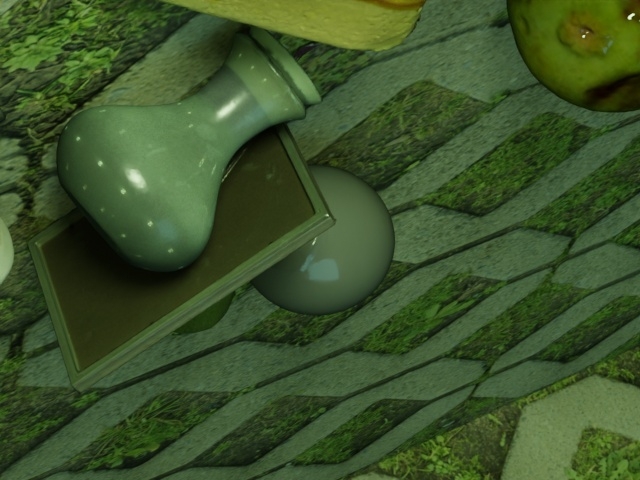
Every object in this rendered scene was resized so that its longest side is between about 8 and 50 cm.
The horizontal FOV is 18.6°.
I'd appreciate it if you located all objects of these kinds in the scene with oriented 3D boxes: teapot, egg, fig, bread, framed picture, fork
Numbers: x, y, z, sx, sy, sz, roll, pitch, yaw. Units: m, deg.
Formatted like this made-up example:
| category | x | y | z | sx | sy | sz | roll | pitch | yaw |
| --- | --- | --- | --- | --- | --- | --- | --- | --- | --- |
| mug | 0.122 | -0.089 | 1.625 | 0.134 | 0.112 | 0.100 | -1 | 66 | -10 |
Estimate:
| category | x | y | z | sx | sy | sz | roll | pitch | yaw |
| --- | --- | --- | --- | --- | --- | --- | --- | --- | --- |
| teapot | -0.127 | -0.097 | 1.907 | 0.251 | 0.183 | 0.183 | -41 | 161 | -7 |
| egg | 0.000 | 0.000 | 2.273 | 0.176 | 0.176 | 0.232 | -39 | 161 | 21 |
| fig | 0.328 | -0.262 | 2.061 | 0.239 | 0.239 | 0.271 | -46 | 173 | 36 |
| bread | -0.044 | -0.238 | 1.682 | 0.264 | 0.163 | 0.168 | -19 | 158 | -27 |
| framed picture | -0.151 | -0.009 | 1.993 | 0.315 | 0.232 | 0.024 | -34 | 135 | 9 |
| fork | 0.010 | -0.212 | 2.037 | 0.115 | 0.012 | 0.016 | -34 | 164 | -5 |

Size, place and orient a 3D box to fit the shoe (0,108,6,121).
| category | x | y | z | sx | sy | sz | roll | pitch | yaw |
| --- | --- | --- | --- | --- | --- | --- | --- | --- | --- |
| shoe | -0.337 | -0.092 | 1.689 | 0.099 | 0.112 | 0.227 | -16 | 154 | -37 |

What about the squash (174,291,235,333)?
| category | x | y | z | sx | sy | sz | roll | pitch | yaw |
| --- | --- | --- | --- | --- | --- | --- | --- | --- | --- |
| squash | -0.127 | -0.025 | 2.119 | 0.137 | 0.137 | 0.287 | -19 | 155 | -28 |

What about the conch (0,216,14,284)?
| category | x | y | z | sx | sy | sz | roll | pitch | yaw |
| --- | --- | --- | --- | --- | --- | --- | --- | --- | --- |
| conch | -0.400 | 0.008 | 1.872 | 0.255 | 0.127 | 0.158 | -17 | -161 | 29 |
